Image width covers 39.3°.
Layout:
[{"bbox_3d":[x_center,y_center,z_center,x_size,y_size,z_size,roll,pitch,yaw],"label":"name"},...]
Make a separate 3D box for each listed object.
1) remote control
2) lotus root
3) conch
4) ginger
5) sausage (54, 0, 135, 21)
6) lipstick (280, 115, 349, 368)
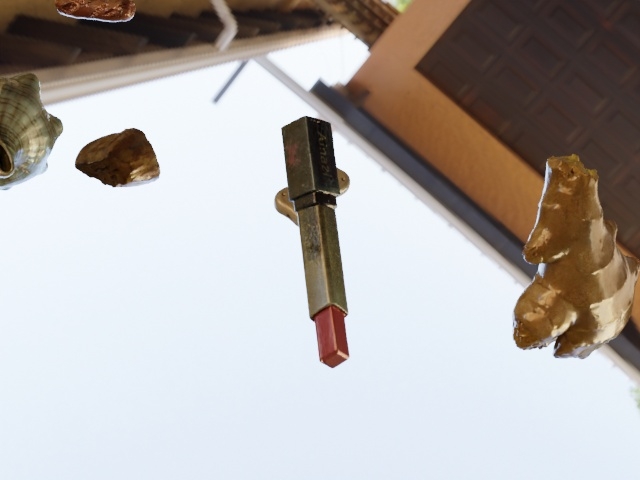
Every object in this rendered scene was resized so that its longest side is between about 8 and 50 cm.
[{"bbox_3d":[-0.012,-0.071,1.335,0.074,0.032,0.122,37,-123,12],"label":"remote control"},{"bbox_3d":[-0.389,-0.164,1.736,0.159,0.095,0.135,26,-153,3],"label":"lotus root"},{"bbox_3d":[-0.492,-0.168,1.430,0.170,0.203,0.386,3,-167,-40],"label":"conch"},{"bbox_3d":[0.372,0.045,1.404,0.375,0.236,0.166,53,-169,-27],"label":"ginger"},{"bbox_3d":[-0.367,-0.374,1.442,0.158,0.036,0.042,14,-132,25],"label":"sausage"},{"bbox_3d":[0.000,0.000,1.109,0.051,0.051,0.312,12,-114,-48],"label":"lipstick"}]
